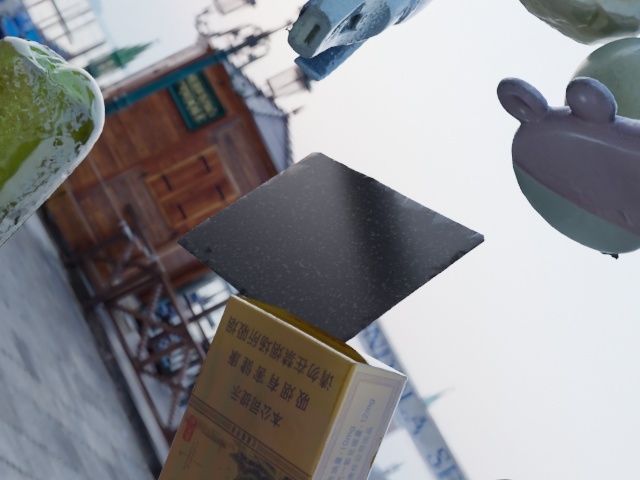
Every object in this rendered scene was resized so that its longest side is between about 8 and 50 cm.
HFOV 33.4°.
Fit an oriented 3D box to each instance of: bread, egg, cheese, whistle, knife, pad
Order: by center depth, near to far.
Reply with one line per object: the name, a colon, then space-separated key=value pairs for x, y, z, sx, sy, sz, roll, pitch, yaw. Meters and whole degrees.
knife: x=0.247 y=-0.016 z=0.479 sx=0.399 sy=0.038 sz=0.132 roll=16 pitch=-31 yaw=46
whistle: x=0.057 y=-0.216 z=0.871 sx=0.093 sy=0.269 sz=0.180 roll=46 pitch=-43 yaw=-3
bread: x=-0.384 y=-0.043 z=1.128 sx=0.112 sy=0.383 sz=0.166 roll=46 pitch=3 yaw=33
pad: x=0.000 y=0.000 z=1.185 sx=0.330 sy=0.220 sz=0.004 roll=33 pitch=-29 yaw=50
egg: x=0.455 y=-0.203 z=1.574 sx=0.186 sy=0.187 sz=0.253 roll=62 pitch=-9 yaw=3
cheese: x=0.437 y=-0.467 z=1.676 sx=0.115 sy=0.318 sz=0.326 roll=127 pitch=-58 yaw=-82

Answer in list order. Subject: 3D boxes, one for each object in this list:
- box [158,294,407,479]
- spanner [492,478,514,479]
box: x=-0.052 y=0.205 z=0.919 sx=0.076 sy=0.274 sz=0.174 roll=19 pitch=3 yaw=-43
spanner: x=0.071 y=0.330 z=0.933 sx=0.024 sy=0.316 sz=0.087 roll=49 pitch=0 yaw=-37
